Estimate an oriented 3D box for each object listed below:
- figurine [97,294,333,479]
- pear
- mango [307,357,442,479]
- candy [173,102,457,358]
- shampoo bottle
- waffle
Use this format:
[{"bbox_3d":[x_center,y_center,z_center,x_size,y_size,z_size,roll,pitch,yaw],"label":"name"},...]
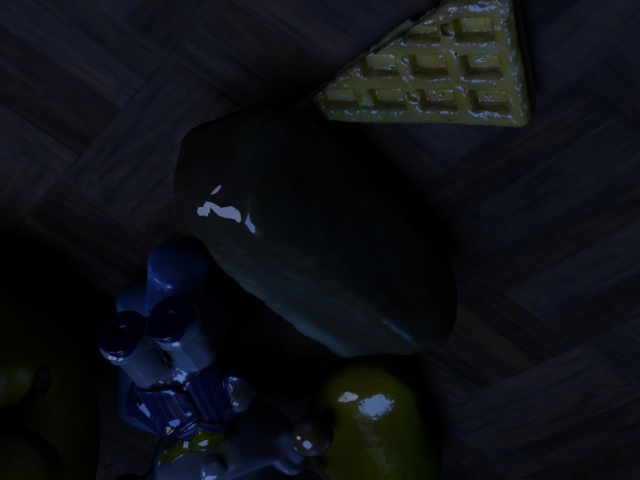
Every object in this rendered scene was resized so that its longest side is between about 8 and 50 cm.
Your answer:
[{"bbox_3d":[-0.109,0.164,1.043,0.194,0.133,0.274,-38,123,16],"label":"figurine"},{"bbox_3d":[-0.392,0.195,1.111,0.418,0.362,0.362,-25,124,39],"label":"pear"},{"bbox_3d":[0.048,0.176,1.100,0.122,0.085,0.191,10,132,32],"label":"mango"},{"bbox_3d":[0.000,0.000,0.866,0.104,0.102,0.234,-8,144,45],"label":"candy"},{"bbox_3d":[-0.137,0.094,1.097,0.103,0.061,0.258,14,142,1],"label":"shampoo bottle"},{"bbox_3d":[0.038,-0.124,0.772,0.191,0.032,0.125,4,139,23],"label":"waffle"}]
